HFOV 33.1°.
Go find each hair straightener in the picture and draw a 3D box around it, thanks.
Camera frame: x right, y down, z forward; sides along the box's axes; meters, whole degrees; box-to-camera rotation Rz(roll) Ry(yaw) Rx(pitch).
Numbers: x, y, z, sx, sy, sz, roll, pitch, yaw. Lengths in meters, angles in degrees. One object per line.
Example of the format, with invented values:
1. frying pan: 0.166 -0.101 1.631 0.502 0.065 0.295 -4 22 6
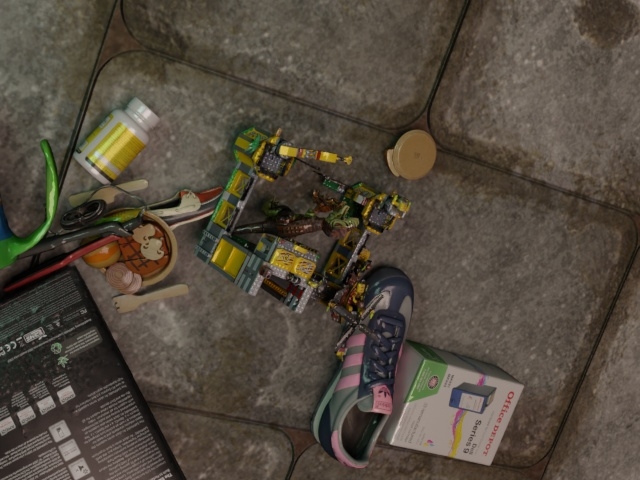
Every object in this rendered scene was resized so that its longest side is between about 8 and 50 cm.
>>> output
1. hair straightener: -0.338 -0.013 1.430 0.230 0.047 0.089 -22 108 10

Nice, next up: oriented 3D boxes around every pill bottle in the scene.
1. pill bottle: -0.270 -0.135 1.444 0.116 0.065 0.065 -47 119 -2

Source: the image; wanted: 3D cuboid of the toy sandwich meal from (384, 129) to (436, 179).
1. toy sandwich meal: 0.138 -0.131 1.647 0.085 0.029 0.086 -7 107 -25

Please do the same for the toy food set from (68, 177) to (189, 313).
1. toy food set: -0.264 0.015 1.489 0.132 0.038 0.192 -15 116 8

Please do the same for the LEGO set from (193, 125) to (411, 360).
1. LEGO set: 0.000 0.000 1.507 0.331 0.192 0.255 35 87 -39

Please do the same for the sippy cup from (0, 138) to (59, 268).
1. sippy cup: -0.491 -0.076 1.292 0.305 0.240 0.224 -11 102 -45

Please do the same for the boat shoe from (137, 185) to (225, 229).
1. boat shoe: -0.194 -0.049 1.519 0.137 0.049 0.043 -23 113 -10

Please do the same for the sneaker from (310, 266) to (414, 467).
1. sneaker: 0.089 0.204 1.679 0.112 0.131 0.319 11 102 -26

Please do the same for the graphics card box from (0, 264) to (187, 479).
1. graphics card box: -0.349 0.247 1.442 0.232 0.094 0.371 -28 91 -14

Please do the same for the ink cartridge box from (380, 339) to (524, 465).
1. ink cartridge box: 0.207 0.268 1.776 0.212 0.093 0.154 18 99 -29
